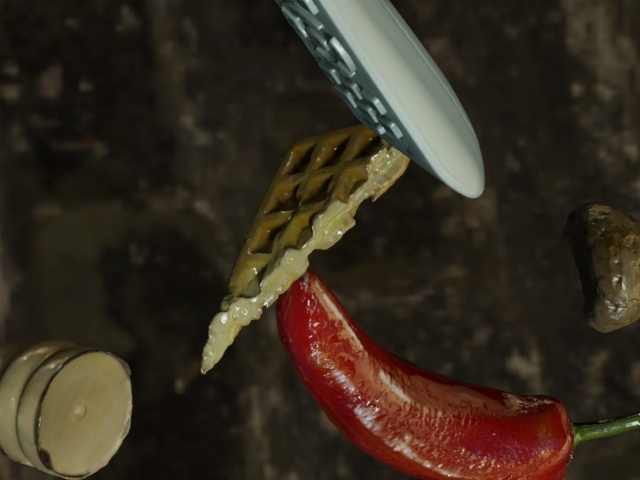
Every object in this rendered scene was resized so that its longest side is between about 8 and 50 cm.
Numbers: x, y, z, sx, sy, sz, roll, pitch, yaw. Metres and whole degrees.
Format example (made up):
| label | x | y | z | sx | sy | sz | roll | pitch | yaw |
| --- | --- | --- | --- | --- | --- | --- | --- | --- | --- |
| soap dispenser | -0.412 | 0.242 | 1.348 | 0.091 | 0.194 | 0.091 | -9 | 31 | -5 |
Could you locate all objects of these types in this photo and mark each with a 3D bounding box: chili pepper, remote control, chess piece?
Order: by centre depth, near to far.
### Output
| label | x | y | z | sx | sy | sz | roll | pitch | yaw |
| --- | --- | --- | --- | --- | --- | --- | --- | --- | --- |
| remote control | 0.005 | -0.137 | 1.120 | 0.293 | 0.051 | 0.103 | 50 | 174 | -37 |
| chili pepper | 0.090 | 0.125 | 1.509 | 0.137 | 0.368 | 0.092 | -40 | 44 | 35 |
| chess piece | -0.327 | 0.112 | 1.722 | 0.307 | 0.139 | 0.124 | 14 | 119 | 25 |

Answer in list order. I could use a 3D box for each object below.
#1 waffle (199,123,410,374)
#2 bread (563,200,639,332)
| label | x | y | z | sx | sy | sz | roll | pitch | yaw |
| --- | --- | --- | --- | --- | --- | --- | --- | --- | --- |
| waffle | 0.000 | 0.000 | 1.261 | 0.125 | 0.032 | 0.191 | -12 | 41 | 34 |
| bread | 0.247 | 0.017 | 1.672 | 0.082 | 0.060 | 0.113 | 113 | 150 | -65 |
